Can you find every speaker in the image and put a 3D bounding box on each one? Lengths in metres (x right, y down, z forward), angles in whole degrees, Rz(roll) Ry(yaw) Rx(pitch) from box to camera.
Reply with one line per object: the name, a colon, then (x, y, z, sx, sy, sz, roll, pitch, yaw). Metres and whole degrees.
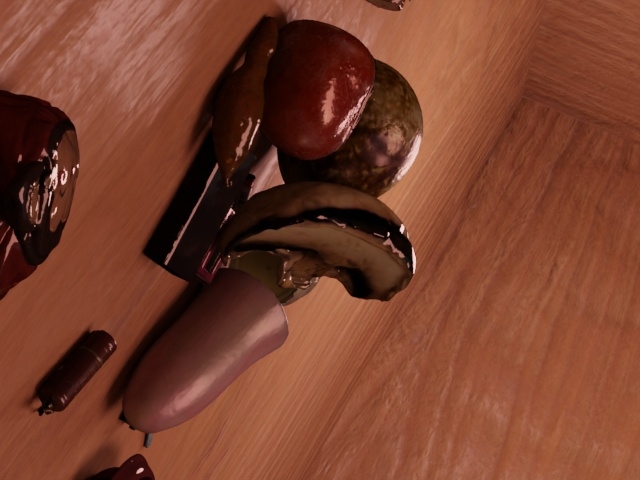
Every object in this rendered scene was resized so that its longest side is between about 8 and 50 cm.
speaker: (-0.176, -0.053, 1.732, 0.218, 0.044, 0.082, -64, 147, -10)

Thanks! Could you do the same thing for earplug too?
earplug: (-0.207, 0.196, 1.892, 0.301, 0.172, 0.172, -44, 156, -38)

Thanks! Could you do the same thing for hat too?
hat: (-0.343, 0.432, 1.899, 0.205, 0.089, 0.205, -57, 159, -36)

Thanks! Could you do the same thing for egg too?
egg: (0.041, -0.172, 1.976, 0.289, 0.238, 0.238, -55, 172, 26)

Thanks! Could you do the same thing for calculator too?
calculator: (-0.180, -0.012, 1.856, 0.127, 0.034, 0.190, -61, 160, -13)

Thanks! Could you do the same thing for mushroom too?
mushroom: (-0.001, -0.002, 1.909, 0.247, 0.344, 0.130, -44, -139, 50)

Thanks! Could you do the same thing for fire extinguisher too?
fire extinguisher: (-0.340, 0.189, 1.593, 0.078, 0.045, 0.157, -48, -175, 48)

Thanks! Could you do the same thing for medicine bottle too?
medicine bottle: (-0.077, 0.043, 2.086, 0.147, 0.147, 0.143, -67, 169, 10)

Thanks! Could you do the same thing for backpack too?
backpack: (-0.315, -0.035, 1.120, 0.229, 0.139, 0.229, -161, -90, -86)

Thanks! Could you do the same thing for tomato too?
tomato: (-0.031, -0.241, 1.792, 0.155, 0.180, 0.214, 25, 82, -58)

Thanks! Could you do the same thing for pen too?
pen: (-0.149, -0.014, 1.978, 0.026, 0.026, 0.218, -39, 151, -61)

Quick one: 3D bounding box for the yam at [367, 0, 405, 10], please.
yam: (0.137, -0.482, 2.121, 0.084, 0.084, 0.127, 10, 101, -76)

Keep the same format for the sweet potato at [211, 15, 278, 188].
sweet potato: (-0.112, -0.210, 1.687, 0.075, 0.074, 0.269, 65, 39, -72)

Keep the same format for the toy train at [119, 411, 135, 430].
toy train: (-0.292, 0.270, 1.920, 0.083, 0.033, 0.053, -62, 162, -14)

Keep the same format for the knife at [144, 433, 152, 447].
knife: (-0.298, 0.330, 2.051, 0.027, 0.010, 0.096, -51, 162, -47)
